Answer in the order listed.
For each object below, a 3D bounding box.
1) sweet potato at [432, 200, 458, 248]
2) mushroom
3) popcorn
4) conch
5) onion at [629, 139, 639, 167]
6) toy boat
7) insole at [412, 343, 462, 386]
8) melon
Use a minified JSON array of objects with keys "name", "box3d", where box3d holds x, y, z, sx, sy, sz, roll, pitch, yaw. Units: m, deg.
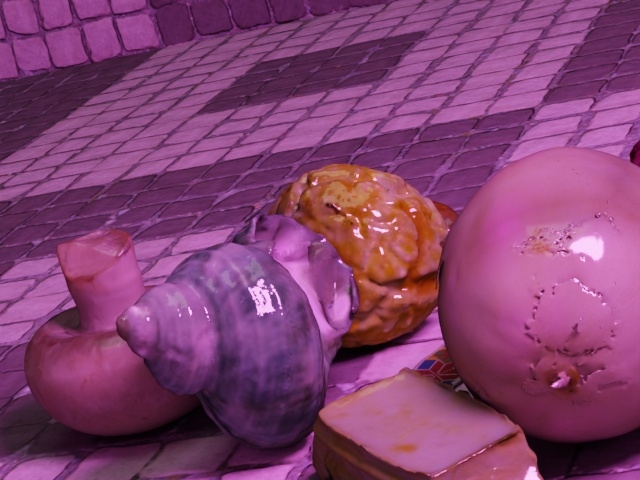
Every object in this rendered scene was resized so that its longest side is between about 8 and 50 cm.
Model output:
[{"name":"sweet potato","box3d":[0.143,0.025,1.973,0.068,0.068,0.226,-17,33,-4]},{"name":"mushroom","box3d":[-0.192,0.084,1.830,0.204,0.204,0.204,-14,16,4]},{"name":"popcorn","box3d":[0.036,0.008,1.902,0.198,0.198,0.212,-16,9,0]},{"name":"conch","box3d":[-0.062,0.078,1.693,0.277,0.220,0.195,-3,-14,-38]},{"name":"onion","box3d":[0.418,-0.108,1.936,0.348,0.159,0.267,-6,7,37]},{"name":"toy boat","box3d":[0.076,0.168,1.507,0.111,0.084,0.276,-24,19,-21]},{"name":"insole","box3d":[0.129,0.107,1.797,0.065,0.006,0.193,-6,19,29]},{"name":"melon","box3d":[0.206,0.041,1.560,0.223,0.223,0.317,-12,18,13]}]
